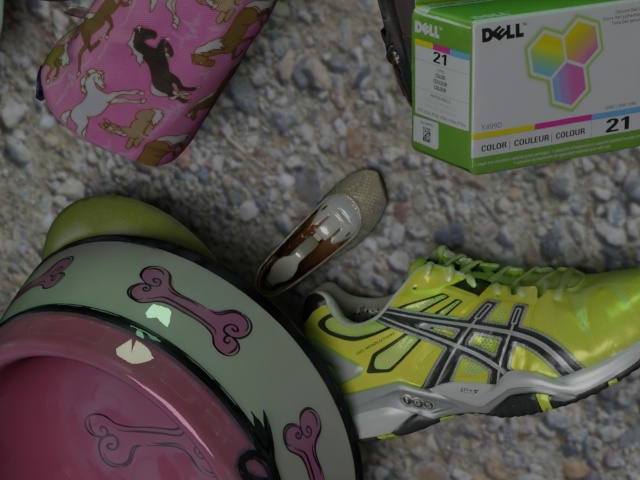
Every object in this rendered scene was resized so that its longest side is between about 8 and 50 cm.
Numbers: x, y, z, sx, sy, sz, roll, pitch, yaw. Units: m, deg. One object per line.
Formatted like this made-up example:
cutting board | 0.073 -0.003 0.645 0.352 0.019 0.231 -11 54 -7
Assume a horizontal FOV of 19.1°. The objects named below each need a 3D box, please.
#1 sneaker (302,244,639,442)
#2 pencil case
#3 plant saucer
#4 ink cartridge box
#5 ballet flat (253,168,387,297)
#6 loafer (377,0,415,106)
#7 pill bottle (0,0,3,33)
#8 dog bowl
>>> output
sneaker | 0.150 0.077 1.729 0.384 0.145 0.147 -16 101 21
pencil case | -0.109 -0.250 1.682 0.167 0.160 0.386 35 122 0
plant saucer | -0.183 0.070 1.856 0.241 0.037 0.241 17 127 24
ink cartridge box | 0.177 -0.200 1.601 0.097 0.188 0.255 28 124 55
ballet flat | 0.000 0.000 1.804 0.057 0.052 0.168 45 114 1
loafer | 0.088 -0.209 1.679 0.084 0.096 0.268 12 129 31
pill bottle | -0.516 -0.210 1.809 0.392 0.224 0.224 -12 102 30
dog bowl | -0.171 0.205 1.808 0.408 0.150 0.408 17 126 25
